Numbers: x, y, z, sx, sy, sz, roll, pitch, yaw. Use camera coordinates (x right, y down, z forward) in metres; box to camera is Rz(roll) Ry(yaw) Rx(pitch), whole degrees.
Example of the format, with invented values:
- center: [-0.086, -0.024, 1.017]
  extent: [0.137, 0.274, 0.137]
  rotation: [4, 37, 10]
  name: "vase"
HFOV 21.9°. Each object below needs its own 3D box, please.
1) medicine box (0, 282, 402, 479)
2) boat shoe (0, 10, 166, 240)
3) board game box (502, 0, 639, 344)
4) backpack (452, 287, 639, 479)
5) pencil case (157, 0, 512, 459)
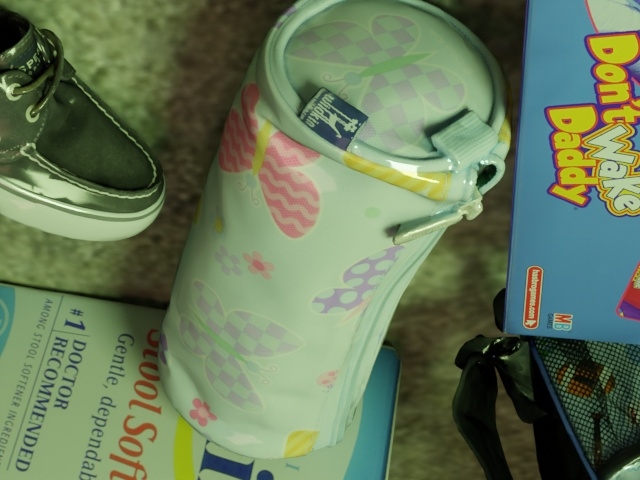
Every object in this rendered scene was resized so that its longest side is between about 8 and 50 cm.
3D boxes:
- center: [-0.115, 0.181, 0.940]
  extent: [0.289, 0.263, 0.149]
  rotation: [8, 140, 3]
  name: "medicine box"
- center: [-0.162, -0.082, 0.795]
  extent: [0.228, 0.080, 0.076]
  rotation: [35, 136, -16]
  name: "boat shoe"
- center: [0.203, -0.083, 0.704]
  extent: [0.233, 0.078, 0.347]
  rotation: [5, 140, 7]
  name: "board game box"
- center: [0.215, 0.177, 0.866]
  extent: [0.213, 0.263, 0.276]
  rotation: [-19, 134, 9]
  name: "backpack"
- center: [0.000, 0.000, 0.818]
  extent: [0.124, 0.113, 0.273]
  rotation: [34, 140, 6]
  name: "pencil case"
